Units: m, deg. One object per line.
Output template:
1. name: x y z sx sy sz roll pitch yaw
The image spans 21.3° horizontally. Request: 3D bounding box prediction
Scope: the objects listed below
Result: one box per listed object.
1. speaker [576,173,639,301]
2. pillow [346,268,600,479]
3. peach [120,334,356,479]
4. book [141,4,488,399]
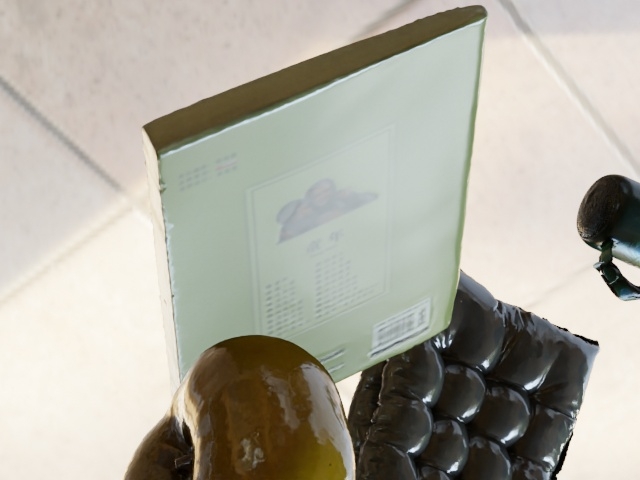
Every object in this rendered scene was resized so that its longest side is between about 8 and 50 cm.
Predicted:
1. speaker: 0.236 -0.002 1.272 0.075 0.094 0.060 21 125 -22
2. pillow: 0.121 0.191 1.512 0.228 0.326 0.101 30 151 -25
3. peach: -0.051 0.145 0.996 0.103 0.179 0.179 20 120 -27
4. book: 0.000 0.000 1.171 0.239 0.035 0.352 -23 146 -16
